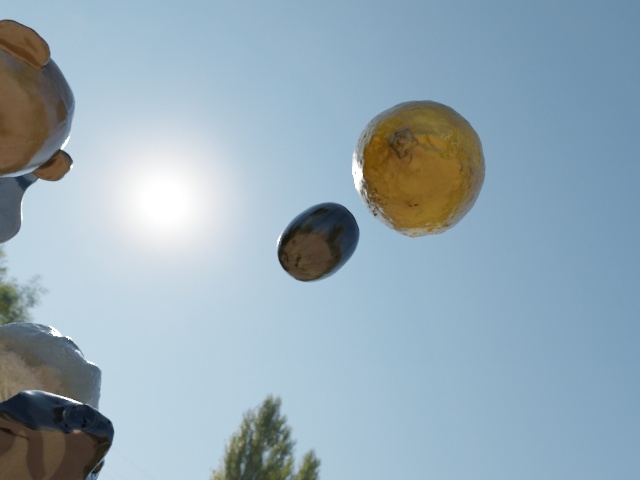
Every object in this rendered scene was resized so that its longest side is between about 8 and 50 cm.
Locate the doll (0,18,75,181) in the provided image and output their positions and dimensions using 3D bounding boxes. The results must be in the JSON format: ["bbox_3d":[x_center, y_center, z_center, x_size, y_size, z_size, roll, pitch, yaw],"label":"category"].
[{"bbox_3d":[-0.465,-0.173,0.684,0.330,0.174,0.235,5,-45,-7],"label":"doll"}]

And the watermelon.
[{"bbox_3d":[0.000,0.000,0.658,0.078,0.110,0.078,33,-33,25],"label":"watermelon"}]

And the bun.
[{"bbox_3d":[-0.594,0.317,1.190,0.354,0.194,0.354,7,-70,19],"label":"bun"}]

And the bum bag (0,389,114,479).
[{"bbox_3d":[-0.237,0.221,0.394,0.144,0.095,0.340,5,-51,-28],"label":"bum bag"}]

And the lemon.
[{"bbox_3d":[0.184,-0.134,1.091,0.253,0.253,0.310,12,-8,15],"label":"lemon"}]

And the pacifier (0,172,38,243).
[{"bbox_3d":[-0.486,-0.137,0.879,0.207,0.279,0.227,-13,-39,12],"label":"pacifier"}]
